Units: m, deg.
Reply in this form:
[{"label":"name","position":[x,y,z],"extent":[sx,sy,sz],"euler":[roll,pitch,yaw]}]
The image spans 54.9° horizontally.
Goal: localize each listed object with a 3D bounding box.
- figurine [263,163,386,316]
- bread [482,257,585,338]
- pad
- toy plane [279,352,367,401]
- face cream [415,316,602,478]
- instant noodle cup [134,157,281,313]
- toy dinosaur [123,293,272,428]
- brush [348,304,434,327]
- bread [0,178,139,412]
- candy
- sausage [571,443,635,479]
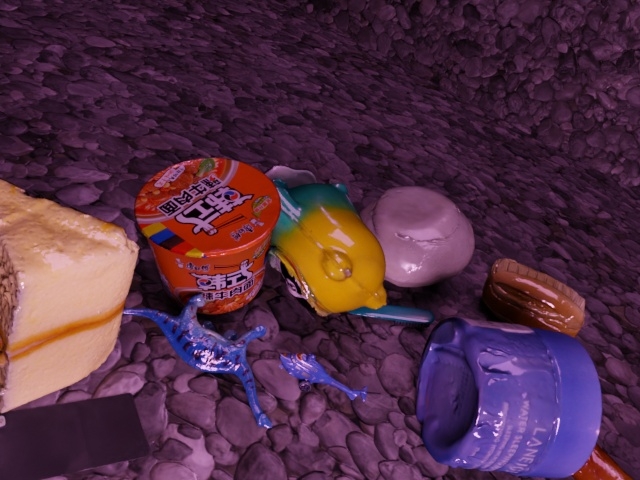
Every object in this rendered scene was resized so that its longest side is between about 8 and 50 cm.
[{"label":"figurine","position":[0.000,0.000,1.247],"extent":[0.340,0.231,0.323],"euler":[48,5,41]},{"label":"bread","position":[0.489,0.146,1.429],"extent":[0.236,0.140,0.106],"euler":[28,35,14]},{"label":"pad","position":[-0.342,0.270,0.852],"extent":[0.193,0.004,0.116],"euler":[0,39,-34]},{"label":"toy plane","position":[0.003,0.235,1.069],"extent":[0.167,0.062,0.054],"euler":[30,31,-8]},{"label":"face cream","position":[0.300,0.263,1.039],"extent":[0.225,0.249,0.249],"euler":[9,34,-12]},{"label":"instant noodle cup","position":[-0.200,0.000,1.116],"extent":[0.250,0.192,0.250],"euler":[4,46,-4]},{"label":"toy dinosaur","position":[-0.186,0.171,1.033],"extent":[0.329,0.076,0.144],"euler":[37,40,3]},{"label":"brush","position":[0.145,0.159,1.303],"extent":[0.193,0.032,0.043],"euler":[6,38,-4]},{"label":"bread","position":[-0.409,0.054,0.892],"extent":[0.236,0.264,0.198],"euler":[39,33,26]},{"label":"candy","position":[0.217,0.004,1.431],"extent":[0.295,0.185,0.296],"euler":[4,43,-4]},{"label":"sausage","position":[0.469,0.372,1.142],"extent":[0.102,0.076,0.302],"euler":[7,35,-37]}]
